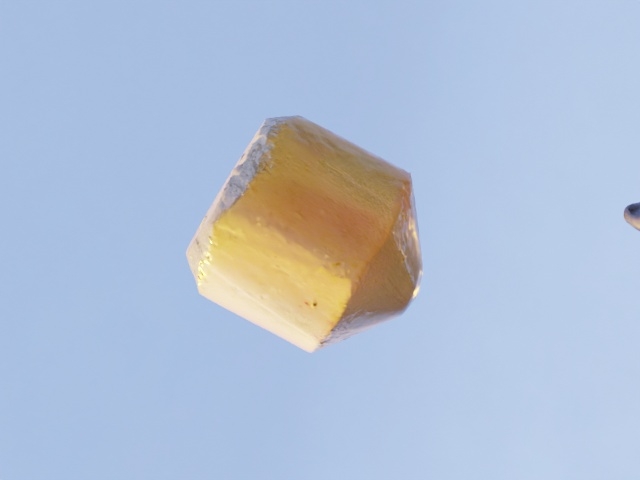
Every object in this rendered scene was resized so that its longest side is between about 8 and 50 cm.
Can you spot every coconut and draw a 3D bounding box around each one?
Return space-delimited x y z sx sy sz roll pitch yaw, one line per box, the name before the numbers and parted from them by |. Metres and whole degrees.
coconut | 0.000 0.000 0.728 0.122 0.116 0.116 32 -107 -4

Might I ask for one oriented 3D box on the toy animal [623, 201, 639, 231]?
toy animal | 0.222 -0.046 0.419 0.160 0.272 0.197 58 -160 -26
